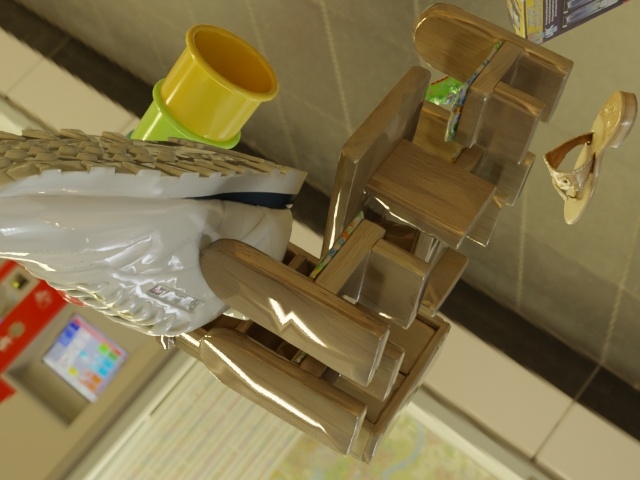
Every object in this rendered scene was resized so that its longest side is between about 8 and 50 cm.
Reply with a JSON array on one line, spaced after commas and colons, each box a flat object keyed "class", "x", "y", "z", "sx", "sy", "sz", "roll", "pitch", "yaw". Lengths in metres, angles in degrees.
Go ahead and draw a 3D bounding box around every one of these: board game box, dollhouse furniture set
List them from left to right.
[{"class": "dollhouse furniture set", "x": 0.000, "y": 0.000, "z": 0.576, "sx": 0.161, "sy": 0.212, "sz": 0.242, "roll": 29, "pitch": 145, "yaw": 14}, {"class": "board game box", "x": 0.254, "y": -0.259, "z": 0.993, "sx": 0.170, "sy": 0.141, "sz": 0.048, "roll": 27, "pitch": -140, "yaw": -77}]

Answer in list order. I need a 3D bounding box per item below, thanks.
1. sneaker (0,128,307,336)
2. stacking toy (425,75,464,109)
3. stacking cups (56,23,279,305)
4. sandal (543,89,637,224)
[{"class": "sneaker", "x": -0.083, "y": 0.002, "z": 0.466, "sx": 0.090, "sy": 0.094, "sz": 0.235, "roll": 21, "pitch": -170, "yaw": 28}, {"class": "stacking toy", "x": 0.195, "y": -0.200, "z": 1.205, "sx": 0.052, "sy": 0.221, "sz": 0.167, "roll": 55, "pitch": 172, "yaw": 13}, {"class": "stacking cups", "x": -0.168, "y": -0.060, "z": 0.956, "sx": 0.096, "sy": 0.096, "sz": 0.316, "roll": 42, "pitch": 120, "yaw": -4}, {"class": "sandal", "x": 0.351, "y": -0.119, "z": 1.401, "sx": 0.079, "sy": 0.088, "sz": 0.240, "roll": 8, "pitch": 141, "yaw": -7}]
